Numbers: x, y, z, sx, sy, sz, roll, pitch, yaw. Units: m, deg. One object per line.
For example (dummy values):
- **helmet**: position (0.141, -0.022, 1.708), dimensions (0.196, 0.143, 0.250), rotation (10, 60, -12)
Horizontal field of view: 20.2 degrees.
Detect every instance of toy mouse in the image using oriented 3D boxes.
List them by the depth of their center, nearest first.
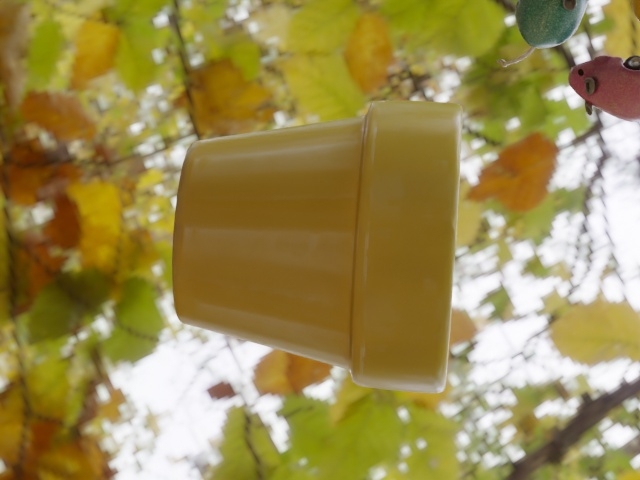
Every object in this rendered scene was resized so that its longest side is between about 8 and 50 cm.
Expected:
- **toy mouse**: position (0.161, -0.113, 1.053), dimensions (0.143, 0.031, 0.161), rotation (-10, -51, 34)

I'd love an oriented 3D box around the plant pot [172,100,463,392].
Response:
- **plant pot**: position (0.000, 0.000, 1.573), dimensions (0.239, 0.254, 0.254), rotation (4, -65, 5)
